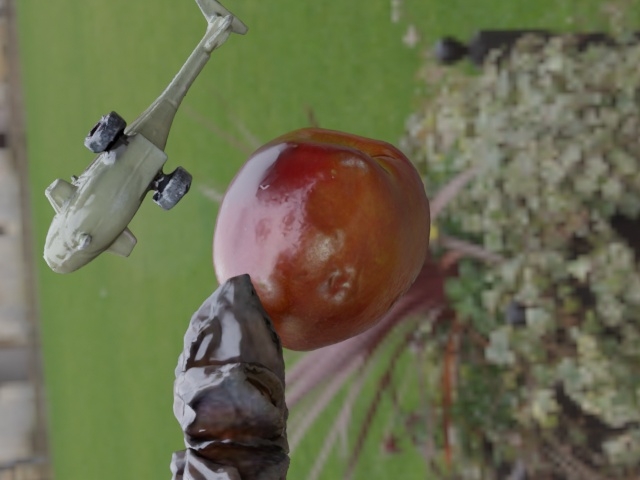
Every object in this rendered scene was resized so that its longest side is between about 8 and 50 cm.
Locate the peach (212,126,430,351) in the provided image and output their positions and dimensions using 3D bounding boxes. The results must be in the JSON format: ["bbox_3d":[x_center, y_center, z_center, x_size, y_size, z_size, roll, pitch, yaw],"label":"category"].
[{"bbox_3d":[0.000,0.000,1.822,0.199,0.243,0.243,39,133,51],"label":"peach"}]

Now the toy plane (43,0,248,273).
[{"bbox_3d":[-0.145,-0.090,1.454,0.286,0.092,0.108,-58,20,-17],"label":"toy plane"}]

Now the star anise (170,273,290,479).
[{"bbox_3d":[-0.086,0.194,1.650,0.332,0.118,0.331,174,90,-85],"label":"star anise"}]
